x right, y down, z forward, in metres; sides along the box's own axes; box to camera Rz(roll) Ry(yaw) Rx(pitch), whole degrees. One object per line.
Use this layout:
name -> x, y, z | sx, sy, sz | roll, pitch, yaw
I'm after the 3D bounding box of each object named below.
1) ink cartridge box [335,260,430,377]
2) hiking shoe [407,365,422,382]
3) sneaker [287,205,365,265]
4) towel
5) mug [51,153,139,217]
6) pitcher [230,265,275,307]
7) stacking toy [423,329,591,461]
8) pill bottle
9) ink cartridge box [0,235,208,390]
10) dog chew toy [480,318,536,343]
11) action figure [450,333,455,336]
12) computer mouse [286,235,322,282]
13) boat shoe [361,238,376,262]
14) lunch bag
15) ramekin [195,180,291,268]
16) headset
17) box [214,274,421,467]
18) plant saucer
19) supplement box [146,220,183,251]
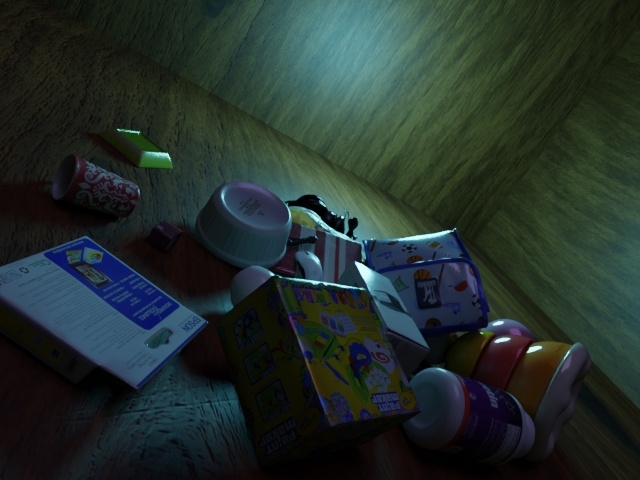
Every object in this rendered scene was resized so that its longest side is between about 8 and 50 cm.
ink cartridge box -> 0.100, 0.227, 1.377 | 0.129, 0.223, 0.307 | 28, 18, -23
hiking shoe -> 0.204, 0.331, 1.521 | 0.227, 0.086, 0.114 | 16, 21, -48
sneaker -> 0.000, 0.000, 1.943 | 0.384, 0.145, 0.147 | 23, 9, -29
towel -> -0.026, 0.049, 1.778 | 0.329, 0.037, 0.237 | 18, 38, -11
mug -> -0.537, -0.133, 1.398 | 0.169, 0.113, 0.150 | 23, 21, -43
pitcher -> -0.111, 0.167, 1.359 | 0.207, 0.125, 0.178 | 54, 9, 24
stacking toy -> 0.489, 0.373, 1.692 | 0.480, 0.350, 0.350 | 24, 9, 32
pill bottle -> 0.357, 0.424, 1.380 | 0.323, 0.181, 0.181 | 24, 19, -30
ink cartridge box -> -0.387, 0.128, 1.021 | 0.307, 0.072, 0.303 | 37, 15, 2
dog chew toy -> 0.643, 0.416, 1.942 | 0.206, 0.206, 0.332 | 27, 26, -21
action figure -> 0.438, 0.194, 2.089 | 0.178, 0.341, 0.330 | -1, 13, 1
computer mouse -> -0.035, 0.054, 1.705 | 0.106, 0.042, 0.193 | 3, 44, -28
boat shoe -> 0.198, 0.046, 2.332 | 0.083, 0.076, 0.226 | 30, 17, -10
lunch bag -> 0.306, 0.144, 1.778 | 0.328, 0.239, 0.385 | -7, 33, 2
ramekin -> -0.204, -0.054, 1.644 | 0.273, 0.127, 0.273 | 20, 34, -15
headset -> -0.006, -0.048, 2.188 | 0.394, 0.185, 0.243 | -6, 36, -43
box -> -0.002, 0.239, 1.097 | 0.290, 0.177, 0.279 | 14, 45, -50
plant saucer -> -0.589, -0.305, 1.893 | 0.188, 0.045, 0.188 | 38, 17, 14
supplement box -> -0.386, -0.011, 1.450 | 0.055, 0.043, 0.083 | 34, 16, -1
